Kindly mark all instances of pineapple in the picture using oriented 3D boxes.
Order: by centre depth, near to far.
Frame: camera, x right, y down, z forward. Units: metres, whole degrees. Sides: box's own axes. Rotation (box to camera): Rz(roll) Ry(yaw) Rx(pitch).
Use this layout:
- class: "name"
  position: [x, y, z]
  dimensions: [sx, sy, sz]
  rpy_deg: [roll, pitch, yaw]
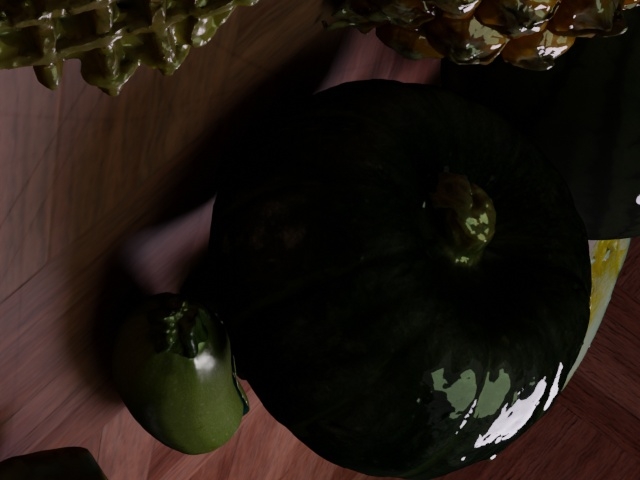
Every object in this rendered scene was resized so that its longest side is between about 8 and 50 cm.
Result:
- class: "pineapple"
  position: [0.167, -0.246, 1.083]
  dimensions: [0.344, 0.209, 0.286]
  rpy_deg: [-50, 166, -4]

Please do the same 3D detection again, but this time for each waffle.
- class: "waffle"
  position: [-0.088, -0.141, 0.757]
  dimensions: [0.149, 0.051, 0.194]
  rpy_deg: [10, 139, -37]

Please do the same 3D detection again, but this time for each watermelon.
- class: "watermelon"
  position: [0.234, -0.143, 1.400]
  dimensions: [0.279, 0.279, 0.359]
  rpy_deg: [-46, 158, -26]

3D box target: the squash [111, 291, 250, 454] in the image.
- class: "squash"
  position: [-0.110, 0.095, 1.275]
  dimensions: [0.094, 0.094, 0.341]
  rpy_deg: [-49, 167, -13]

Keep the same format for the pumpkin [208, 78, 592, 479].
- class: "pumpkin"
  position: [0.067, 0.020, 1.232]
  dimensions: [0.207, 0.300, 0.300]
  rpy_deg: [-35, -178, 45]

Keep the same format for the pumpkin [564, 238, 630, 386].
- class: "pumpkin"
  position: [0.214, 0.039, 1.970]
  dimensions: [0.263, 0.197, 0.293]
  rpy_deg: [-63, 159, 0]

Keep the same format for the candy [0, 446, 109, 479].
- class: "candy"
  position: [-0.254, 0.234, 1.155]
  dimensions: [0.271, 0.101, 0.143]
  rpy_deg: [-29, 159, -45]

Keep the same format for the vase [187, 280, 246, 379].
- class: "vase"
  position: [0.000, 0.000, 1.389]
  dimensions: [0.237, 0.115, 0.115]
  rpy_deg: [-51, 166, -22]
